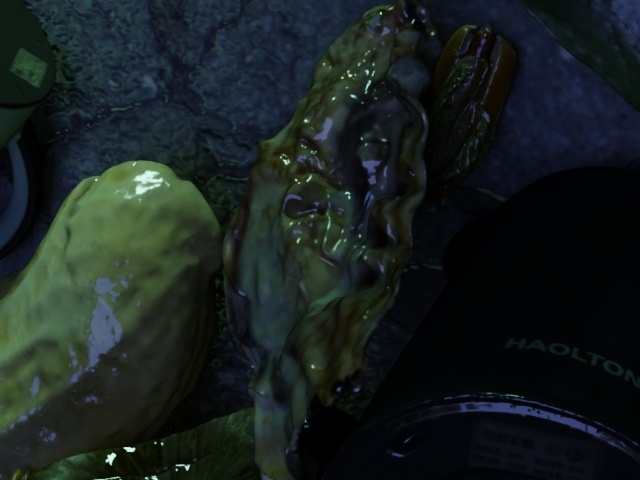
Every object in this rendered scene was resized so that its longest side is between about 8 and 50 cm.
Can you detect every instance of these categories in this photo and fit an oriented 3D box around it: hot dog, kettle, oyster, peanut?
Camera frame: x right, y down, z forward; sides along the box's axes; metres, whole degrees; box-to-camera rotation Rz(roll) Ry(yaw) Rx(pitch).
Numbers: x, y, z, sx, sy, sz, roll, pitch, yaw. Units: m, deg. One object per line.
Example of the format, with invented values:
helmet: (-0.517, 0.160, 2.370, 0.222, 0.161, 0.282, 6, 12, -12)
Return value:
hot dog: (0.091, -0.081, 0.910, 0.056, 0.041, 0.133, 27, 112, 17)
kettle: (0.165, 0.087, 0.756, 0.262, 0.308, 0.203, -14, 110, 27)
oyster: (-0.003, 0.000, 0.859, 0.107, 0.354, 0.201, 18, 150, -7)
kettle: (-0.309, -0.072, 1.043, 0.221, 0.161, 0.236, 35, 120, -22)
peanut: (-0.186, 0.094, 1.021, 0.340, 0.158, 0.174, -37, 50, 23)

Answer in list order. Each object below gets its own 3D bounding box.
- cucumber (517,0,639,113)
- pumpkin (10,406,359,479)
cucumber: (0.214, -0.141, 0.809, 0.325, 0.105, 0.145, 43, 117, 12)
pumpkin: (-0.079, 0.216, 0.936, 0.317, 0.139, 0.222, -13, 137, 5)
